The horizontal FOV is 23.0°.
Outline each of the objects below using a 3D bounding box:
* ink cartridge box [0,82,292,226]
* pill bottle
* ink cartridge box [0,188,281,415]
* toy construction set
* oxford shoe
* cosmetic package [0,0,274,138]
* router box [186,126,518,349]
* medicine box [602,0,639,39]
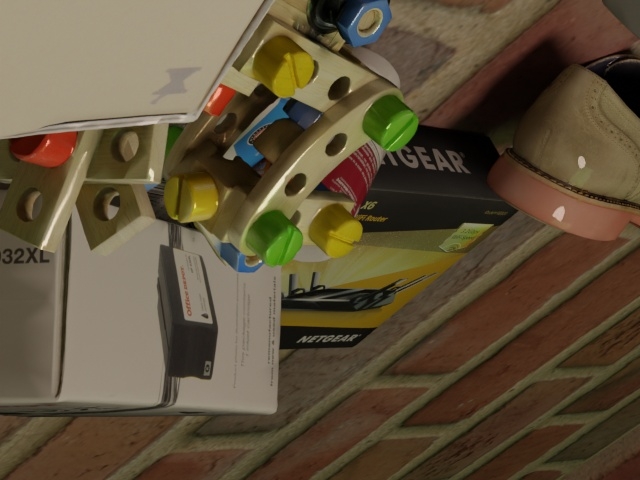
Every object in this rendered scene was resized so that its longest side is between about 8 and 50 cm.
[{"bbox_3d":[-0.124,-0.089,1.027,0.148,0.086,0.203,-39,154,23],"label":"ink cartridge box"},{"bbox_3d":[0.002,-0.066,1.138,0.086,0.086,0.152,109,5,-59],"label":"pill bottle"},{"bbox_3d":[-0.188,0.054,1.067,0.223,0.129,0.307,-2,172,22],"label":"ink cartridge box"},{"bbox_3d":[-0.063,-0.080,0.862,0.215,0.151,0.327,-54,161,12],"label":"toy construction set"},{"bbox_3d":[0.294,-0.089,1.446,0.397,0.140,0.147,-10,128,-62],"label":"oxford shoe"},{"bbox_3d":[-0.142,-0.185,0.502,0.160,0.309,0.113,-9,150,-40],"label":"cosmetic package"},{"bbox_3d":[0.000,0.000,1.367,0.243,0.081,0.309,-42,154,30],"label":"router box"},{"bbox_3d":[0.345,-0.263,1.023,0.289,0.149,0.263,-39,160,-12],"label":"medicine box"}]
